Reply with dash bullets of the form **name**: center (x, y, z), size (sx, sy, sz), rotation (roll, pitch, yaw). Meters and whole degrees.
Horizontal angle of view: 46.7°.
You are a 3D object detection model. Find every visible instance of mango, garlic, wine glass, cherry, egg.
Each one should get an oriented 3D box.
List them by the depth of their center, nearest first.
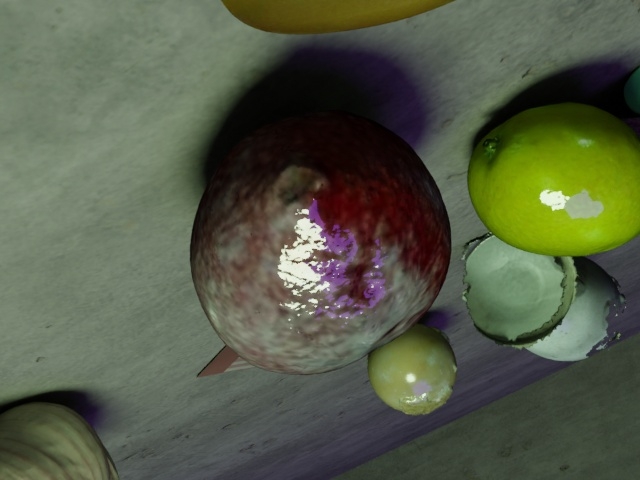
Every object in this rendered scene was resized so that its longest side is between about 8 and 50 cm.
- **cherry**: center (0.000, 0.000, 0.640), size (0.230, 0.202, 0.300), rotation (-17, 155, -3)
- **mango**: center (0.267, -0.054, 0.813), size (0.186, 0.149, 0.273), rotation (-10, 165, 27)
- **garlic**: center (-0.403, 0.384, 0.984), size (0.317, 0.260, 0.317), rotation (-63, 172, -15)
- **wine glass**: center (0.359, 0.093, 1.178), size (0.190, 0.190, 0.357), rotation (-34, 151, 23)
- **egg**: center (0.163, 0.228, 1.312), size (0.164, 0.164, 0.201), rotation (-24, 161, 2)

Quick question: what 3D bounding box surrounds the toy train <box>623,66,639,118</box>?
- **toy train**: center (0.441, -0.156, 0.845), size (0.159, 0.101, 0.248), rotation (-22, 159, 34)

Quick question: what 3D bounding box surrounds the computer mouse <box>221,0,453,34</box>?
- **computer mouse**: center (0.051, -0.195, 0.461), size (0.245, 0.056, 0.126), rotation (-17, 155, -9)

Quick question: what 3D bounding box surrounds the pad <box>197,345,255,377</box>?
- **pad**: center (-0.042, 0.133, 1.124), size (0.202, 0.005, 0.300), rotation (-2, 149, -38)

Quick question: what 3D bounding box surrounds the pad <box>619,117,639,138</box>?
- **pad**: center (0.400, -0.117, 0.828), size (0.235, 0.003, 0.158), rotation (3, 174, 34)
